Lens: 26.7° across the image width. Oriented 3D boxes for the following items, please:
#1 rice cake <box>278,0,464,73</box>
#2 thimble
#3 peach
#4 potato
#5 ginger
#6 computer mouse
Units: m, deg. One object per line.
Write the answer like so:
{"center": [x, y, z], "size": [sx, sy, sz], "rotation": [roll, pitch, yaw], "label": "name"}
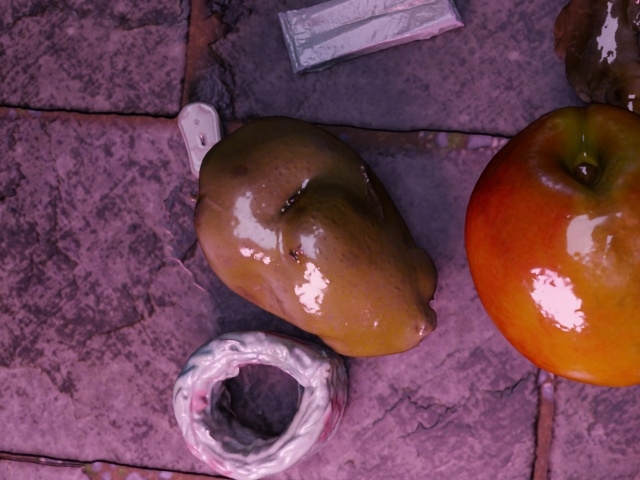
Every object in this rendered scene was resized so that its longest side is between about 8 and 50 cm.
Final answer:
{"center": [0.063, -0.278, 1.708], "size": [0.226, 0.040, 0.085], "rotation": [-14, 86, 12], "label": "rice cake"}
{"center": [-0.065, 0.195, 1.678], "size": [0.211, 0.149, 0.185], "rotation": [-25, 83, 11], "label": "thimble"}
{"center": [0.313, 0.016, 1.532], "size": [0.308, 0.308, 0.332], "rotation": [-17, 128, 11], "label": "peach"}
{"center": [-0.002, 0.003, 1.642], "size": [0.351, 0.202, 0.218], "rotation": [37, 58, 4], "label": "potato"}
{"center": [0.348, -0.289, 1.618], "size": [0.166, 0.080, 0.333], "rotation": [-5, 82, 38], "label": "ginger"}
{"center": [-0.149, -0.128, 1.756], "size": [0.056, 0.032, 0.110], "rotation": [-10, 98, 12], "label": "computer mouse"}
